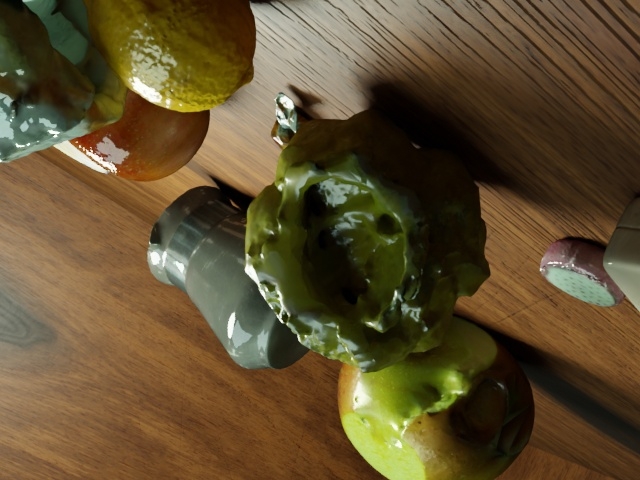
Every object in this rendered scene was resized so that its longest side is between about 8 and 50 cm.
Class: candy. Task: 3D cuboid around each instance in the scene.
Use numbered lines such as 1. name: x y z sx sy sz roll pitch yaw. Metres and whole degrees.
1. candy: -0.036 -0.134 0.958 0.053 0.046 0.182 29 170 10
2. candy: 0.308 0.037 0.864 0.103 0.043 0.103 31 169 7

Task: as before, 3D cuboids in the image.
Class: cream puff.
1. cream puff: 0.053 0.001 0.777 0.281 0.282 0.185 32 175 -11

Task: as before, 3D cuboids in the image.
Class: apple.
1. apple: -0.259 -0.172 1.021 0.210 0.173 0.235 29 169 3
2. apple: 0.229 0.324 1.489 0.384 0.374 0.374 30 170 -30

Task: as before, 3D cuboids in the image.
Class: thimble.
1. thimble: -0.309 -0.210 0.704 0.254 0.167 0.288 31 -140 -72

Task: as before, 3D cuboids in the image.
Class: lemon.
1. lemon: -0.141 -0.202 0.698 0.187 0.142 0.142 33 168 -19

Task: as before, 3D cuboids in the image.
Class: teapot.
1. teapot: -0.139 0.059 1.544 0.361 0.306 0.376 34 -160 25

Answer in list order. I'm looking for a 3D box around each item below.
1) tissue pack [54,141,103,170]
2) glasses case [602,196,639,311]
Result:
1. tissue pack: -0.441 -0.234 1.304 0.242 0.125 0.343 33 168 -16
2. glasses case: 0.409 0.080 0.721 0.336 0.076 0.144 39 164 -37
